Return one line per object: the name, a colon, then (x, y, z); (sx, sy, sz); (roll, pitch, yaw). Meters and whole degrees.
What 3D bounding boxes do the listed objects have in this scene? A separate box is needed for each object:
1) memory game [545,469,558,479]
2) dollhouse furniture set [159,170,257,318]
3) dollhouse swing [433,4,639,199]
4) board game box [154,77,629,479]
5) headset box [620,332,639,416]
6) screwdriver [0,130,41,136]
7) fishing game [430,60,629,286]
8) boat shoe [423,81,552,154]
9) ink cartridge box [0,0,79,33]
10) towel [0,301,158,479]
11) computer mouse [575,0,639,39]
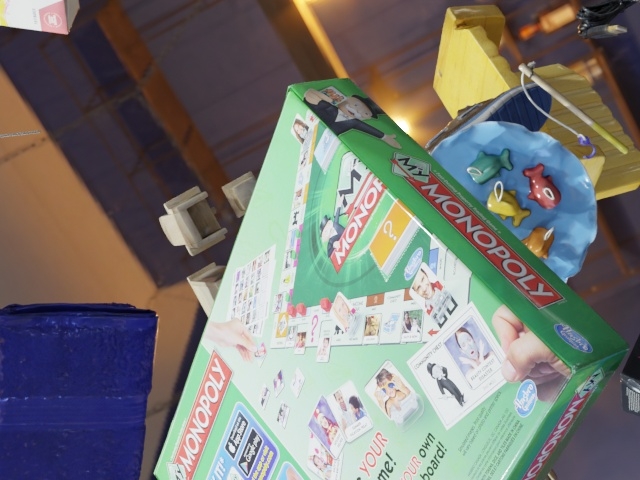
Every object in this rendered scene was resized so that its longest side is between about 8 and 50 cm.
memory game: (0.216, 0.233, 1.019); (0.186, 0.012, 0.186); (52, -175, -7)
dollhouse furniture set: (0.000, 0.000, 1.638); (0.303, 0.355, 0.174); (62, 163, -8)
dollhouse swing: (0.417, -0.240, 2.055); (0.315, 0.305, 0.347); (93, 152, -60)
board game box: (0.013, 0.101, 0.655); (0.046, 0.317, 0.213); (-14, -130, -39)
headset box: (0.641, 0.186, 1.813); (0.246, 0.283, 0.131); (-57, -29, -22)
screwdriver: (-0.569, -0.183, 2.045); (0.024, 0.170, 0.025); (-139, 40, -55)
fishing game: (0.175, -0.019, 1.117); (0.189, 0.264, 0.041); (42, 180, -8)
boat shoe: (0.188, -0.135, 1.370); (0.066, 0.183, 0.066); (26, 141, 53)
ink cartridge box: (-0.445, -0.362, 1.646); (0.115, 0.198, 0.067); (95, -176, -48)
towel: (-0.333, 0.228, 1.501); (0.076, 0.227, 0.308); (-152, 68, -64)
computer mouse: (0.457, -0.326, 1.555); (0.262, 0.184, 0.060); (14, 130, 57)
